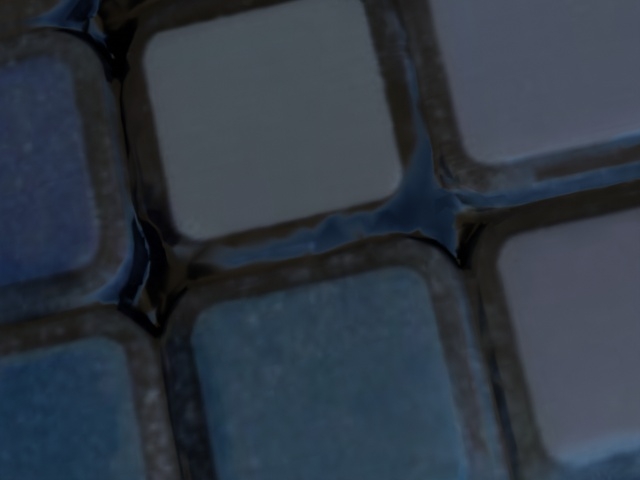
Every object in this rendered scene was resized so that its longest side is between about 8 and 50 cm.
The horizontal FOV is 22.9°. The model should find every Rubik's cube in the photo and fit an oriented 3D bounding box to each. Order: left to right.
[{"bbox_3d":[0.000,0.000,0.735,0.363,0.362,0.359,-10,162,5],"label":"Rubik's cube"}]
